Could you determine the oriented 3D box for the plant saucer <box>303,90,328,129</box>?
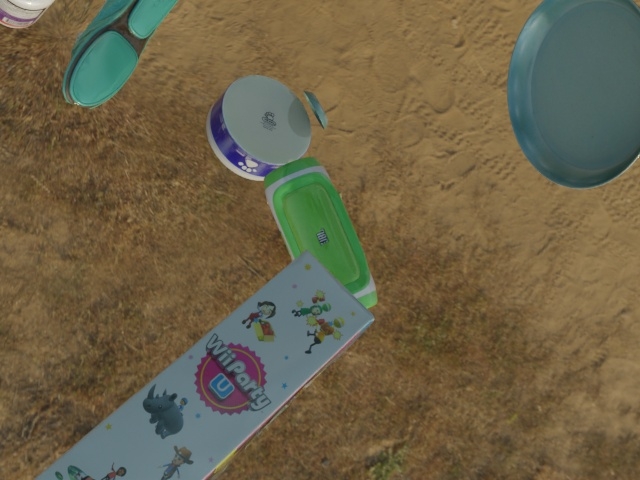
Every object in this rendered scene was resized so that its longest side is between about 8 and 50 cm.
[{"bbox_3d":[-0.009,-0.355,1.644,0.021,0.119,0.119,-29,117,1],"label":"plant saucer"}]

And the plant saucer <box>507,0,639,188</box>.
[{"bbox_3d":[0.418,-0.242,0.974,0.044,0.317,0.317,-11,111,-20],"label":"plant saucer"}]

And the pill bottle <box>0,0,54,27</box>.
[{"bbox_3d":[-0.531,-0.457,1.089,0.108,0.194,0.108,0,90,-38],"label":"pill bottle"}]

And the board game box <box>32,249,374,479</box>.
[{"bbox_3d":[-0.103,0.169,0.608,0.097,0.224,0.303,45,69,10],"label":"board game box"}]

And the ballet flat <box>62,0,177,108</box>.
[{"bbox_3d":[-0.288,-0.289,0.855,0.247,0.087,0.083,-59,146,-13],"label":"ballet flat"}]

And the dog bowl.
[{"bbox_3d":[-0.159,-0.298,1.614,0.265,0.104,0.264,12,66,-30],"label":"dog bowl"}]

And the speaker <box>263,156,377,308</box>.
[{"bbox_3d":[0.000,0.000,1.136,0.131,0.131,0.296,-22,85,-15],"label":"speaker"}]

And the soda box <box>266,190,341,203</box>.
[{"bbox_3d":[-0.040,-0.099,1.423,0.058,0.181,0.061,-43,141,-42],"label":"soda box"}]
